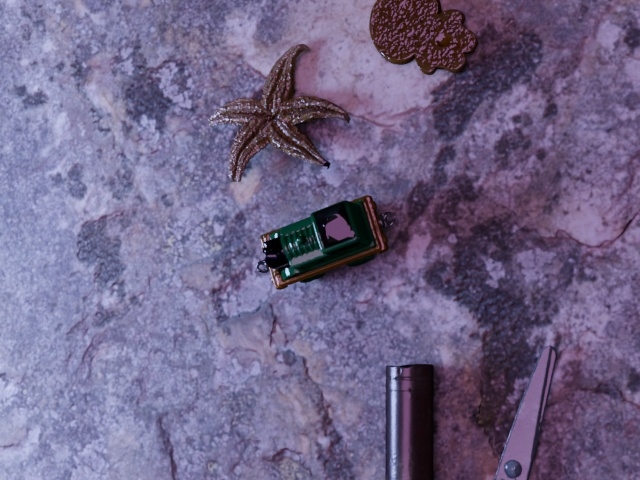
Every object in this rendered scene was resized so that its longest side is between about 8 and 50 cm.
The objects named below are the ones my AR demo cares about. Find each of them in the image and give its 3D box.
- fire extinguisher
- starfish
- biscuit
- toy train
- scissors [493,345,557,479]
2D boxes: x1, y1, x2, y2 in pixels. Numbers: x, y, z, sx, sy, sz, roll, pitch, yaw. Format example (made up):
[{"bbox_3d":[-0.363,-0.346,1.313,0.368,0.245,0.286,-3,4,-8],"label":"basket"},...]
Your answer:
[{"bbox_3d":[0.119,0.312,1.909,0.089,0.072,0.267,3,84,-17],"label":"fire extinguisher"},{"bbox_3d":[-0.065,-0.192,2.049,0.227,0.043,0.240,20,87,18],"label":"starfish"},{"bbox_3d":[0.152,-0.313,1.996,0.175,0.026,0.124,33,96,20],"label":"biscuit"},{"bbox_3d":[0.000,0.000,1.956,0.228,0.136,0.091,-19,78,13],"label":"toy train"},{"bbox_3d":[0.264,0.363,1.880,0.193,0.029,0.447,17,90,19],"label":"scissors"}]
